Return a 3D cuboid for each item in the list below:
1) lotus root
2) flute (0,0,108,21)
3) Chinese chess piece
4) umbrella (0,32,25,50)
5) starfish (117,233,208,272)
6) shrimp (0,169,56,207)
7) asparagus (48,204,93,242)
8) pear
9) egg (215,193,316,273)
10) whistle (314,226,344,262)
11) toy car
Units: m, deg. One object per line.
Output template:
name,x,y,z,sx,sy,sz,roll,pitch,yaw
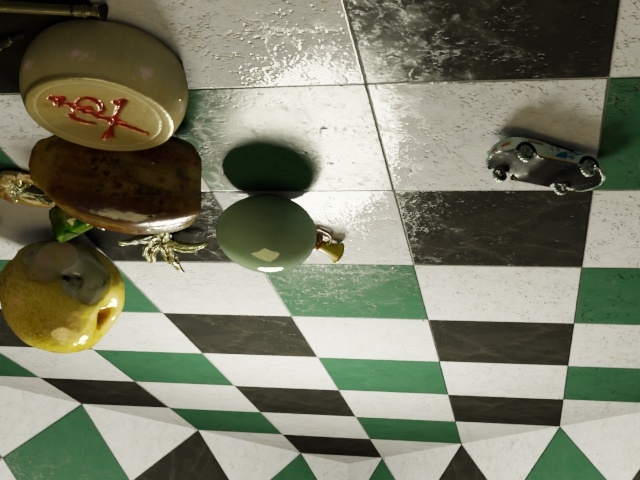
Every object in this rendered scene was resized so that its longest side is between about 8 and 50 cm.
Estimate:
lotus root,-0.344,-0.103,1.627,0.290,0.193,0.193,8,156,-7
flute,-0.411,-0.323,1.328,0.232,0.027,0.027,4,156,4
Chinese chess piece,-0.325,-0.226,1.441,0.250,0.097,0.251,5,157,2
umbrella,-0.546,-0.272,1.460,0.268,0.044,0.044,-6,-176,27
starfish,-0.325,0.012,2.040,0.175,0.053,0.208,2,159,8
shrimp,-0.556,-0.099,1.873,0.180,0.041,0.099,16,140,-20
asparagus,-0.396,-0.077,1.795,0.343,0.082,0.085,-22,120,32
pear,-0.575,0.120,2.116,0.271,0.271,0.271,5,157,2
egg,-0.103,-0.013,1.809,0.192,0.149,0.149,2,156,5
whistle,0.000,0.005,1.966,0.109,0.046,0.057,27,164,-28
toy car,0.369,-0.123,1.563,0.204,0.056,0.095,9,156,-17
